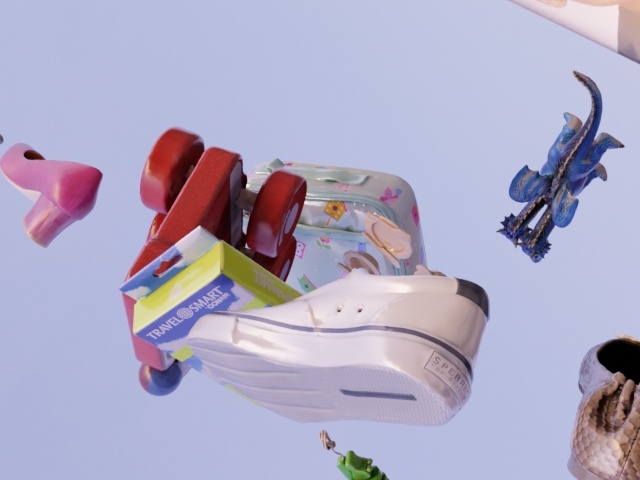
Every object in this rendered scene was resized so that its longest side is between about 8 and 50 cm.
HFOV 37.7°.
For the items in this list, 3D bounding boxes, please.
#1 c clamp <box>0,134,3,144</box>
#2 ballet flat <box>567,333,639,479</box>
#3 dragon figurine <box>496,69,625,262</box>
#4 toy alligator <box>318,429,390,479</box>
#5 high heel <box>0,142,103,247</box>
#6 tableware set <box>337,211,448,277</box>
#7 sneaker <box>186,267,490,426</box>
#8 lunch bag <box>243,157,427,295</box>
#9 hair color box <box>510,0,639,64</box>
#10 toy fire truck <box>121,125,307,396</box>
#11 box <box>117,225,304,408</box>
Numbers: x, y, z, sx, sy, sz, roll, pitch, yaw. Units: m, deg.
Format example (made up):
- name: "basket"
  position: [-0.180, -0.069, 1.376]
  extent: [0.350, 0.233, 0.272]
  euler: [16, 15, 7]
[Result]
- name: "c clamp"
  position: [-0.270, -0.109, 0.515]
  extent: [0.160, 0.022, 0.137]
  euler: [-10, -110, -32]
- name: "ballet flat"
  position: [0.191, 0.089, 0.557]
  extent: [0.084, 0.058, 0.250]
  euler: [17, -169, 21]
- name: "dragon figurine"
  position: [0.288, -0.073, 1.136]
  extent: [0.085, 0.289, 0.144]
  euler: [35, -106, 16]
- name: "toy alligator"
  position: [0.060, 0.316, 1.264]
  extent: [0.056, 0.051, 0.190]
  euler: [-80, -33, -52]
- name: "high heel"
  position: [-0.339, -0.092, 1.192]
  extent: [0.082, 0.117, 0.244]
  euler: [41, -173, -32]
- name: "tableware set"
  position: [0.090, 0.041, 1.052]
  extent: [0.141, 0.169, 0.020]
  euler: [39, -115, 8]
- name: "sneaker"
  position: [0.010, 0.068, 0.644]
  extent: [0.091, 0.258, 0.094]
  euler: [-54, -56, -30]
- name: "lunch bag"
  position: [0.000, 0.000, 1.286]
  extent: [0.108, 0.279, 0.224]
  euler: [-53, -40, -45]
- name: "hair color box"
  position: [0.362, -0.291, 1.010]
  extent: [0.374, 0.185, 0.113]
  euler: [37, -154, 32]
- name: "toy fire truck"
  position: [-0.145, 0.039, 1.068]
  extent: [0.169, 0.302, 0.254]
  euler: [22, -123, 8]
- name: "box"
  position: [-0.073, 0.071, 0.801]
  extent: [0.178, 0.109, 0.042]
  euler: [37, -149, -34]
